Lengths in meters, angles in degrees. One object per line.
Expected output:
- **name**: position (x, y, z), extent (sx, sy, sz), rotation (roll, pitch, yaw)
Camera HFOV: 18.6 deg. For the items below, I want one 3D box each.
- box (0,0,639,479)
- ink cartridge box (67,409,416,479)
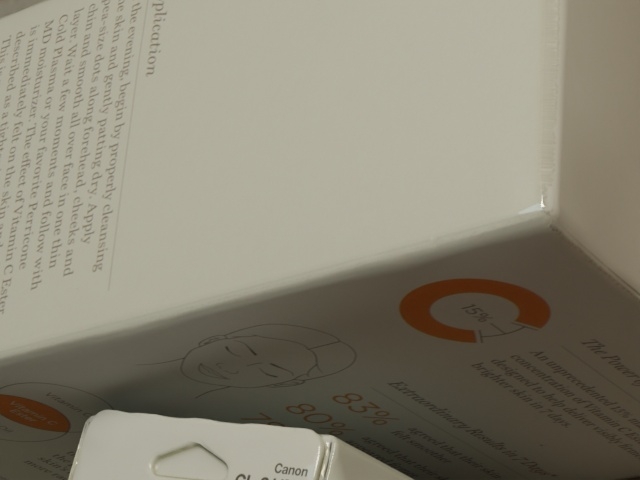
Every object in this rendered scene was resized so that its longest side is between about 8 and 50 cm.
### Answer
- **box**: position (0.000, 0.000, 0.790), extent (0.345, 0.215, 0.168), rotation (-14, 58, 34)
- **ink cartridge box**: position (0.000, 0.130, 0.744), extent (0.127, 0.175, 0.072), rotation (0, 67, 42)
